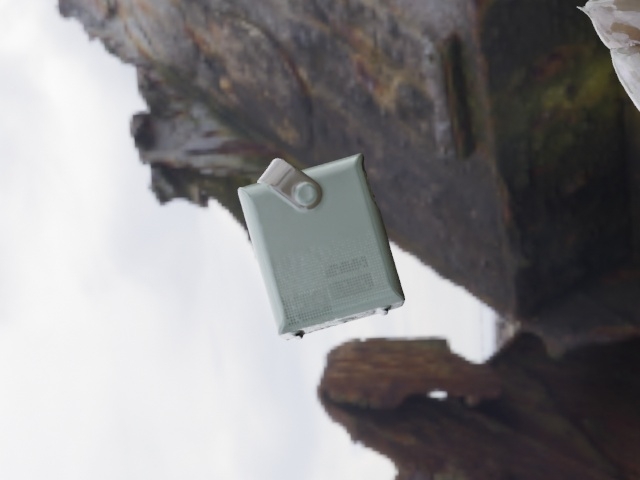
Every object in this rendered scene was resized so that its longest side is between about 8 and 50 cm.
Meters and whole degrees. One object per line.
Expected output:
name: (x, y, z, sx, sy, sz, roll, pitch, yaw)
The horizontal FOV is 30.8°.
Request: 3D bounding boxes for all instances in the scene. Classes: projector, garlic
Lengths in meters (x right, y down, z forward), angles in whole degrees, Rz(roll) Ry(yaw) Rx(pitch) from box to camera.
projector: (0.000, 0.000, 1.563, 0.163, 0.177, 0.242, 76, 177, -80)
garlic: (0.462, -0.225, 1.396, 0.325, 0.132, 0.279, 42, -140, -18)
